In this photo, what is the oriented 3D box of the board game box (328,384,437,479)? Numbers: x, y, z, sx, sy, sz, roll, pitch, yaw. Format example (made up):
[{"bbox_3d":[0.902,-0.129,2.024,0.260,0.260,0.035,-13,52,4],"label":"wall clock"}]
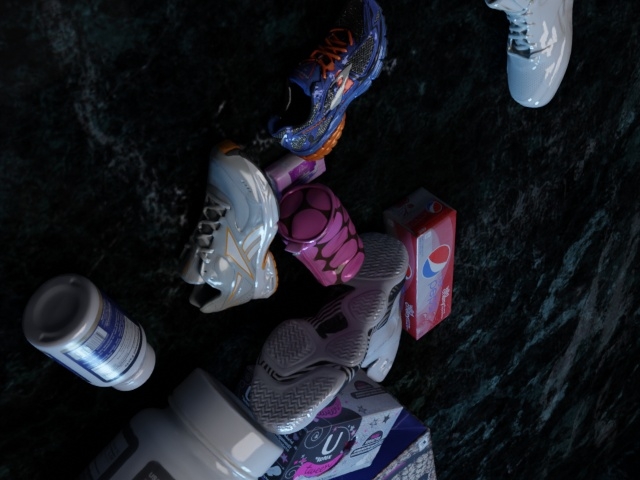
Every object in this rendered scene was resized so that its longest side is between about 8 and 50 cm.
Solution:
[{"bbox_3d":[0.098,0.469,1.720,0.232,0.141,0.291,-38,143,-18],"label":"board game box"}]

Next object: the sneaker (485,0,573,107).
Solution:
[{"bbox_3d":[0.282,-0.324,1.244,0.169,0.108,0.293,-18,124,-36],"label":"sneaker"}]

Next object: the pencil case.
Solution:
[{"bbox_3d":[0.000,0.000,1.195,0.209,0.095,0.098,49,46,-65],"label":"pencil case"}]

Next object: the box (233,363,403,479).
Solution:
[{"bbox_3d":[-0.013,0.289,1.406,0.247,0.163,0.142,-1,124,-49],"label":"box"}]

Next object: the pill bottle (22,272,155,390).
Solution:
[{"bbox_3d":[-0.265,0.116,1.024,0.094,0.094,0.169,-45,145,-9],"label":"pill bottle"}]

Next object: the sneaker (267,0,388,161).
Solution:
[{"bbox_3d":[0.008,-0.200,1.060,0.087,0.083,0.221,9,112,-46],"label":"sneaker"}]

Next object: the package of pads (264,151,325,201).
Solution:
[{"bbox_3d":[-0.034,-0.093,1.149,0.083,0.032,0.050,-36,147,-19],"label":"package of pads"}]

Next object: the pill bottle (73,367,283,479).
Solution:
[{"bbox_3d":[-0.233,0.364,1.191,0.361,0.204,0.204,-46,145,-6],"label":"pill bottle"}]

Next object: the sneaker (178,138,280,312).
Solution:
[{"bbox_3d":[-0.123,-0.002,1.081,0.121,0.099,0.262,-26,138,-25],"label":"sneaker"}]

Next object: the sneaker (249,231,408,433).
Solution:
[{"bbox_3d":[0.027,0.174,1.318,0.366,0.137,0.210,-54,153,-33],"label":"sneaker"}]

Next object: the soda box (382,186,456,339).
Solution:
[{"bbox_3d":[0.165,0.044,1.457,0.092,0.083,0.263,-34,142,-24],"label":"soda box"}]
